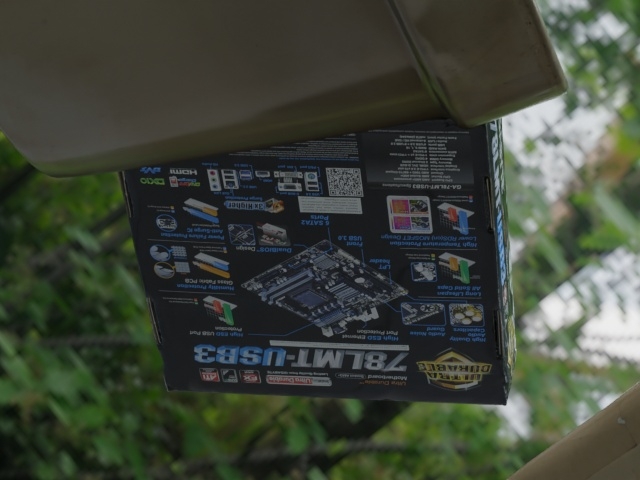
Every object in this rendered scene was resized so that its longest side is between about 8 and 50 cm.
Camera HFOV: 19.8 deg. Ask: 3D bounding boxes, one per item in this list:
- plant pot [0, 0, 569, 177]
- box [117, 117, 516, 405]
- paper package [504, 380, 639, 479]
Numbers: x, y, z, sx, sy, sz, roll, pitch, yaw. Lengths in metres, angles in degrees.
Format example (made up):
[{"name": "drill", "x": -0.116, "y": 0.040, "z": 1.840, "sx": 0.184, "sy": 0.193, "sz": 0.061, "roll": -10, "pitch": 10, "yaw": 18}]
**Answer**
[{"name": "plant pot", "x": -0.056, "y": -0.175, "z": 0.982, "sx": 0.323, "sy": 0.280, "sz": 0.323, "roll": -22, "pitch": 90, "yaw": -83}, {"name": "box", "x": 0.000, "y": 0.000, "z": 1.443, "sx": 0.073, "sy": 0.295, "sz": 0.293, "roll": -73, "pitch": 160, "yaw": -47}, {"name": "paper package", "x": 0.255, "y": 0.115, "z": 0.859, "sx": 0.325, "sy": 0.309, "sz": 0.168, "roll": -10, "pitch": 64, "yaw": -50}]
